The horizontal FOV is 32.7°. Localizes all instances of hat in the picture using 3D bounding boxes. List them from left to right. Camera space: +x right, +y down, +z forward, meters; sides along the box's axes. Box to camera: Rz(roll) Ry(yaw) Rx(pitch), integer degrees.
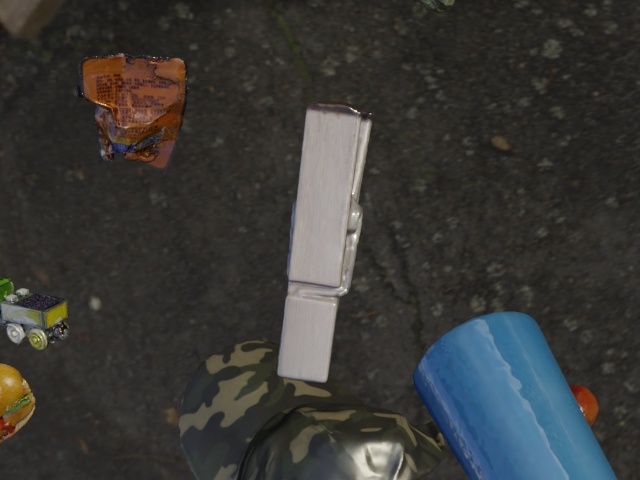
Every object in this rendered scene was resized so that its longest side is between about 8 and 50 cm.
[{"bbox_3d":[-0.039,0.268,1.592,0.381,0.366,0.257,48,152,21],"label":"hat"}]

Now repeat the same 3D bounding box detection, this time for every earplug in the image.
[{"bbox_3d":[0.196,0.207,0.969,0.132,0.132,0.273,-50,47,28],"label":"earplug"}]

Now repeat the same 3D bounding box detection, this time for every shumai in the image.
[{"bbox_3d":[0.170,-0.407,1.795,0.082,0.080,0.083,91,154,-46],"label":"shumai"}]

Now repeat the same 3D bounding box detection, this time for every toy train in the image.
[{"bbox_3d":[-0.438,0.097,1.536,0.202,0.060,0.081,10,112,26],"label":"toy train"}]

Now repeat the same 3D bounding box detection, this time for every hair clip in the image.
[{"bbox_3d":[0.005,0.001,1.303,0.085,0.101,0.330,7,93,-1],"label":"hair clip"}]

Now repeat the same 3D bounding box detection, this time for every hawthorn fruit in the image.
[{"bbox_3d":[0.414,0.286,1.802,0.081,0.093,0.081,10,122,16],"label":"hawthorn fruit"}]

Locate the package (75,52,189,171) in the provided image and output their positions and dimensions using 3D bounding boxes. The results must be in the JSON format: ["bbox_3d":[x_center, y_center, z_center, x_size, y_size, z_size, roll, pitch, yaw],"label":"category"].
[{"bbox_3d":[-0.140,-0.092,0.809,0.077,0.033,0.110,16,141,1],"label":"package"}]

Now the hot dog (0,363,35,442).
[{"bbox_3d":[-0.368,0.193,0.962,0.250,0.104,0.076,-28,63,-9],"label":"hot dog"}]
